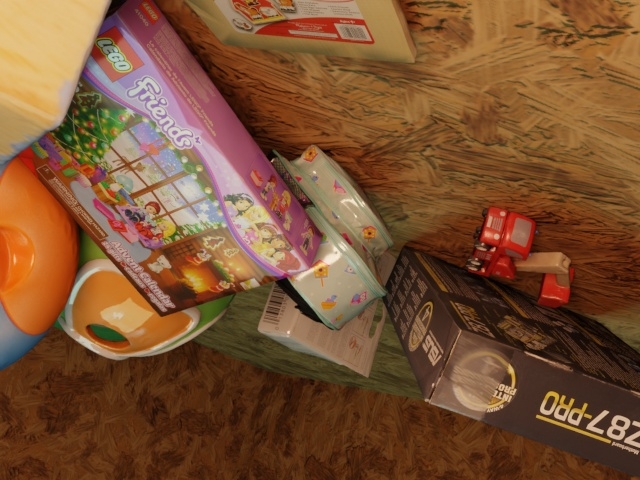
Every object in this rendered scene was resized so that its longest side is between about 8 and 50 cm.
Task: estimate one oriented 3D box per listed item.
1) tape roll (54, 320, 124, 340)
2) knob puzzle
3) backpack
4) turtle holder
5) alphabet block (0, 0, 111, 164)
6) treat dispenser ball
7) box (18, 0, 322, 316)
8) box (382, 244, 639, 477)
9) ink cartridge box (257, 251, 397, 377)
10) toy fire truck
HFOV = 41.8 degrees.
[{"bbox_3d":[-0.327,0.051,1.393,0.321,0.077,0.321,-6,142,-5],"label":"tape roll"},{"bbox_3d":[-0.033,-0.193,0.580,0.213,0.030,0.213,17,166,5],"label":"knob puzzle"},{"bbox_3d":[0.000,0.000,0.935,0.144,0.188,0.166,-30,152,4],"label":"backpack"},{"bbox_3d":[-0.235,0.004,1.069,0.243,0.227,0.320,28,-164,-48],"label":"turtle holder"},{"bbox_3d":[-0.258,-0.184,0.567,0.197,0.192,0.193,25,162,-28],"label":"alphabet block"},{"bbox_3d":[-0.394,0.007,0.851,0.288,0.288,0.288,16,165,5],"label":"treat dispenser ball"},{"bbox_3d":[-0.160,-0.065,0.795,0.201,0.057,0.293,-19,121,31],"label":"box"},{"bbox_3d":[0.254,0.136,1.013,0.318,0.097,0.395,23,-170,-8],"label":"box"},{"bbox_3d":[0.020,0.073,1.161,0.066,0.189,0.232,10,164,29],"label":"ink cartridge box"},{"bbox_3d":[0.247,0.024,1.003,0.135,0.047,0.192,15,164,8],"label":"toy fire truck"}]
